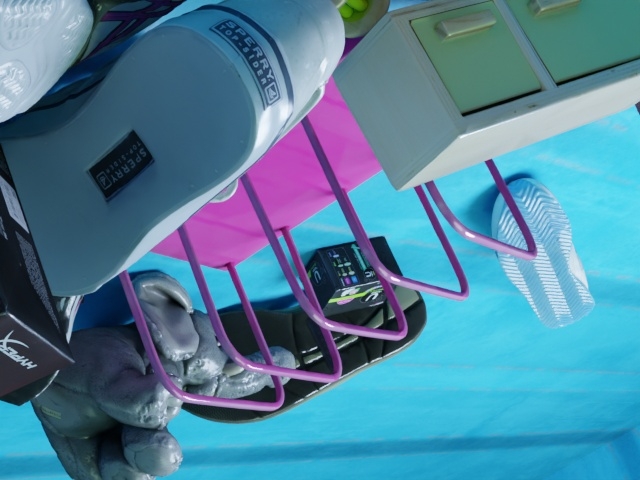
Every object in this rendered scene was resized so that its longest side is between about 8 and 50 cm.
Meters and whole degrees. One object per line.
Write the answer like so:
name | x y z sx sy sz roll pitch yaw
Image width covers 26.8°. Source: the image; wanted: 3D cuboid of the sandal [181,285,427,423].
sandal | -0.026 0.122 1.455 0.303 0.120 0.086 -15 170 -21

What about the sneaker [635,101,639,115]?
sneaker | 0.341 -0.154 1.218 0.145 0.090 0.270 -38 156 26

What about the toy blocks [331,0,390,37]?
toy blocks | 0.019 -0.196 0.863 0.123 0.054 0.148 -32 156 19

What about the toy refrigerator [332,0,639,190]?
toy refrigerator | 0.151 -0.132 0.995 0.270 0.102 0.094 -20 167 -36

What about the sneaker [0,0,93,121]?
sneaker | -0.226 -0.137 0.662 0.101 0.153 0.268 -48 168 18

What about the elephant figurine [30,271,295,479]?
elephant figurine | -0.158 0.116 1.280 0.169 0.186 0.239 -2 -150 28

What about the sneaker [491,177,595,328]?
sneaker | 0.234 0.003 1.479 0.087 0.092 0.228 -23 138 5

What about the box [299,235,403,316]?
box | 0.031 0.038 1.396 0.083 0.052 0.062 -12 155 -28

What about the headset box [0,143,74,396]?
headset box | -0.328 0.028 0.813 0.293 0.218 0.110 -24 156 2

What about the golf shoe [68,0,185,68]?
golf shoe | -0.117 -0.162 0.813 0.186 0.067 0.086 -28 -177 12

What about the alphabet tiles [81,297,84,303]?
alphabet tiles | -0.312 0.074 1.204 0.198 0.009 0.237 -21 158 -6

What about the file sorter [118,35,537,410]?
file sorter | 0.000 0.000 1.112 0.291 0.182 0.202 -33 156 21

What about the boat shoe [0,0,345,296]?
boat shoe | -0.109 -0.078 0.909 0.156 0.135 0.367 -38 -175 -41

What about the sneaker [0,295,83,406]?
sneaker | -0.220 0.051 1.085 0.178 0.072 0.077 -58 -175 10
